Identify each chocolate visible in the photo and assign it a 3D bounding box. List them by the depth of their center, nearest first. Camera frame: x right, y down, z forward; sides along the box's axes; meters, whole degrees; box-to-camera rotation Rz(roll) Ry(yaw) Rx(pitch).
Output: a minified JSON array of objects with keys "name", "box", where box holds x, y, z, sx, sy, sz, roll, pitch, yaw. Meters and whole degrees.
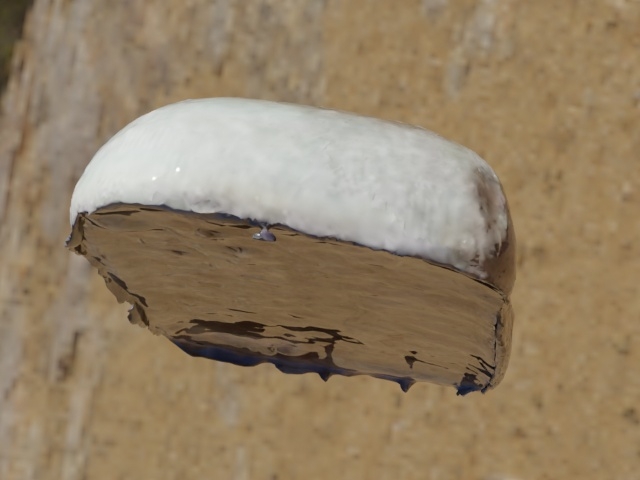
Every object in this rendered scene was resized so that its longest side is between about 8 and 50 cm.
[{"name":"chocolate","box":[0.000,0.000,0.869,0.303,0.185,0.100,70,-146,-78]}]
